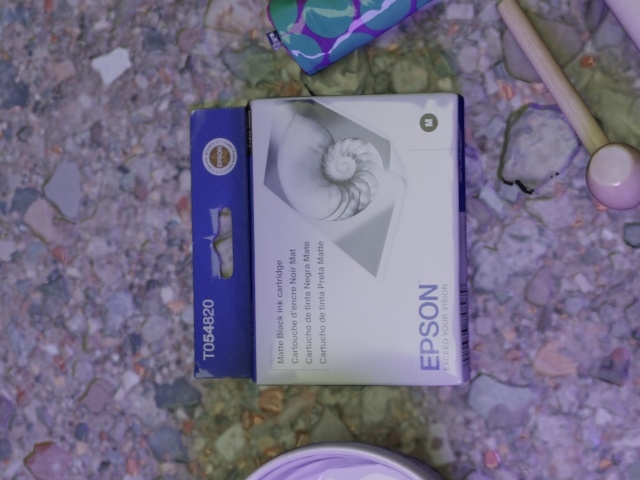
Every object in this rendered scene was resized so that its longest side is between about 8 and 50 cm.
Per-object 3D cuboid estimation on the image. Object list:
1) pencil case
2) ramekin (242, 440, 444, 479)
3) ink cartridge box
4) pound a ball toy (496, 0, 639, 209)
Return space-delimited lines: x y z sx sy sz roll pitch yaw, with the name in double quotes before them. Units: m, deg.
"pencil case" 0.031 -0.188 1.125 0.152 0.064 0.070 -30 102 12
"ramekin" 0.025 0.246 1.101 0.207 0.109 0.207 0 90 14
"ink cartridge box" 0.000 0.000 1.141 0.224 0.045 0.223 -2 89 15
"pound a ball toy" 0.202 -0.204 1.046 0.208 0.136 0.319 -34 81 12
